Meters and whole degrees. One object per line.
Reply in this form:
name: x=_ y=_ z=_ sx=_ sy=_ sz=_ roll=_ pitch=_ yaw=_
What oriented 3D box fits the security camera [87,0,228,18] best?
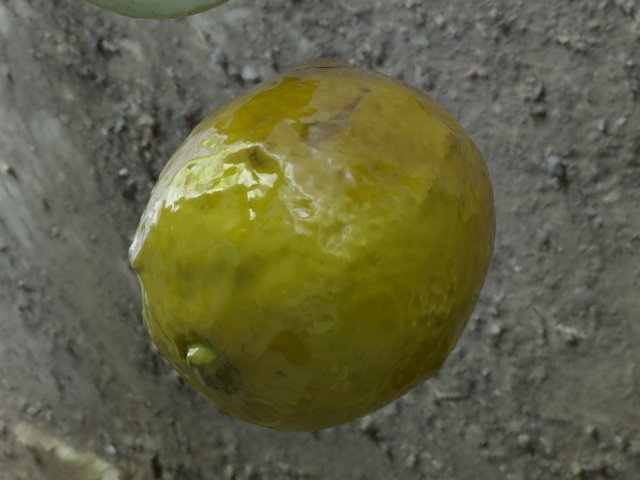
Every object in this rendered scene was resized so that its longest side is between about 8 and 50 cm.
security camera: x=-0.105 y=-0.258 z=0.752 sx=0.236 sy=0.194 sz=0.195 roll=-97 pitch=-18 yaw=-71

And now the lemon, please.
lemon: x=0.000 y=0.000 z=0.745 sx=0.233 sy=0.288 sz=0.234 roll=19 pitch=138 yaw=18
